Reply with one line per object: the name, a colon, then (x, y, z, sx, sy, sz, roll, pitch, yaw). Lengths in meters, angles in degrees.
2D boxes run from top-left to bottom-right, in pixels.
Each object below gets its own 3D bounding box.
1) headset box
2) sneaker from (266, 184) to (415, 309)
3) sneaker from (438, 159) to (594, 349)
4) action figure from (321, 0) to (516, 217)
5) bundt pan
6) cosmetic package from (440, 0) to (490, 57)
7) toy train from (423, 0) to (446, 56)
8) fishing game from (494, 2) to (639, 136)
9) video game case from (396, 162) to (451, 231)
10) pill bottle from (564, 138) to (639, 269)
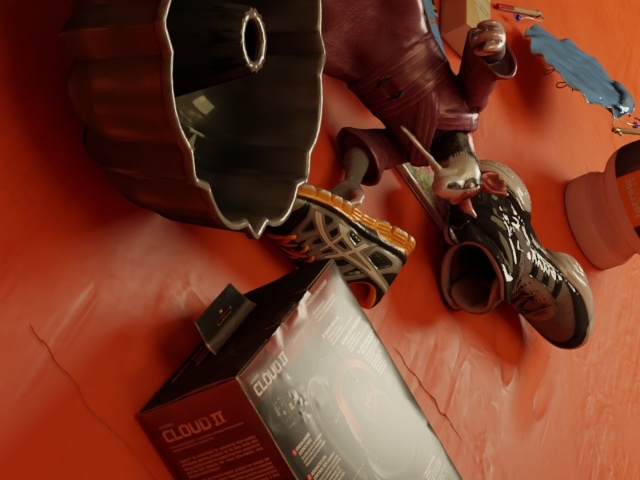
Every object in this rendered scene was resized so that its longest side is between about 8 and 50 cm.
headset box: (-0.011, 0.171, 1.355, 0.293, 0.110, 0.218, 59, 31, -13)
sneaker: (0.000, 0.000, 1.521, 0.215, 0.084, 0.083, 25, 84, -34)
sneaker: (0.212, 0.051, 1.801, 0.268, 0.101, 0.153, 56, 41, -24)
action figure: (0.065, -0.178, 1.681, 0.370, 0.248, 0.276, 57, 5, -15)
bundt pan: (-0.109, -0.165, 1.346, 0.331, 0.124, 0.331, 0, 90, -68)
cosmetic package: (0.184, -0.290, 2.025, 0.060, 0.041, 0.115, 39, 40, -39)
toy train: (0.096, -0.234, 1.820, 0.105, 0.080, 0.184, 7, 64, -62)
fishing game: (0.346, -0.224, 2.174, 0.264, 0.041, 0.189, 49, 27, 21)
video game case: (0.122, -0.075, 1.819, 0.122, 0.011, 0.087, 53, 33, -22)
pill bottle: (0.471, -0.067, 2.094, 0.162, 0.278, 0.162, 36, 42, -41)
